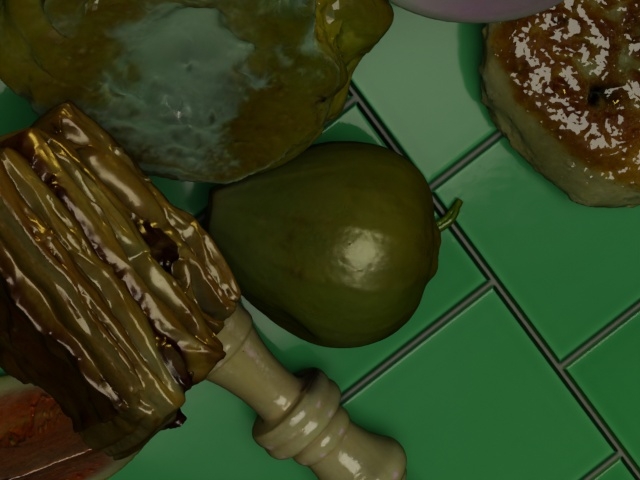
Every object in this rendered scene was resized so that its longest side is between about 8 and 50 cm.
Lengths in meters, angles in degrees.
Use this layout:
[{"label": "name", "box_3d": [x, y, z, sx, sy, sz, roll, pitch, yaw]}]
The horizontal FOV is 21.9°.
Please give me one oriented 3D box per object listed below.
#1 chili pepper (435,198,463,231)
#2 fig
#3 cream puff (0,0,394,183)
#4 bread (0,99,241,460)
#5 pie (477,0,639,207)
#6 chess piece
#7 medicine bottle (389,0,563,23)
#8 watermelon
[{"label": "chili pepper", "box_3d": [0.114, -0.019, 1.744, 0.083, 0.017, 0.030, -16, 101, -5]}, {"label": "fig", "box_3d": [0.005, 0.007, 1.643, 0.230, 0.207, 0.207, -11, 103, 14]}, {"label": "cream puff", "box_3d": [-0.113, -0.248, 1.554, 0.378, 0.275, 0.378, -1, 134, -1]}, {"label": "bread", "box_3d": [-0.232, 0.035, 1.527, 0.191, 0.370, 0.314, -42, 97, -24]}, {"label": "pie", "box_3d": [0.317, -0.184, 1.711, 0.315, 0.092, 0.315, -1, 99, -9]}, {"label": "chess piece", "box_3d": [-0.021, 0.180, 1.716, 0.397, 0.117, 0.117, 43, 91, -16]}, {"label": "medicine bottle", "box_3d": [0.143, -0.384, 1.511, 0.212, 0.212, 0.325, 7, 66, -10]}, {"label": "watermelon", "box_3d": [-0.318, 0.197, 1.663, 0.303, 0.159, 0.128, -15, 73, -4]}]
